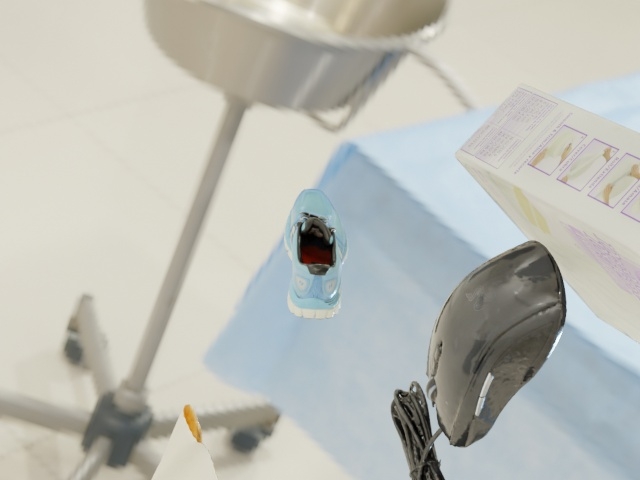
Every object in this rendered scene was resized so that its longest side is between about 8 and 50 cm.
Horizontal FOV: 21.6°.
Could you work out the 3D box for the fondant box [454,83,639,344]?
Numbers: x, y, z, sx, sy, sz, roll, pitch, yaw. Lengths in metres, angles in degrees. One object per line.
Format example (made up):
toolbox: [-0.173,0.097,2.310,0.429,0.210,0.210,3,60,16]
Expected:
fondant box: [0.276,0.011,1.388,0.238,0.096,0.330,46,-4,-26]

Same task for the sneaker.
sneaker: [0.000,0.000,1.606,0.063,0.073,0.162,2,40,-6]

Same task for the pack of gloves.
pack of gloves: [-0.113,0.262,1.175,0.046,0.232,0.195,-2,51,-27]

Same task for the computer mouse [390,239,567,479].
computer mouse: [0.112,0.131,1.276,0.060,0.262,0.184,6,51,-24]
